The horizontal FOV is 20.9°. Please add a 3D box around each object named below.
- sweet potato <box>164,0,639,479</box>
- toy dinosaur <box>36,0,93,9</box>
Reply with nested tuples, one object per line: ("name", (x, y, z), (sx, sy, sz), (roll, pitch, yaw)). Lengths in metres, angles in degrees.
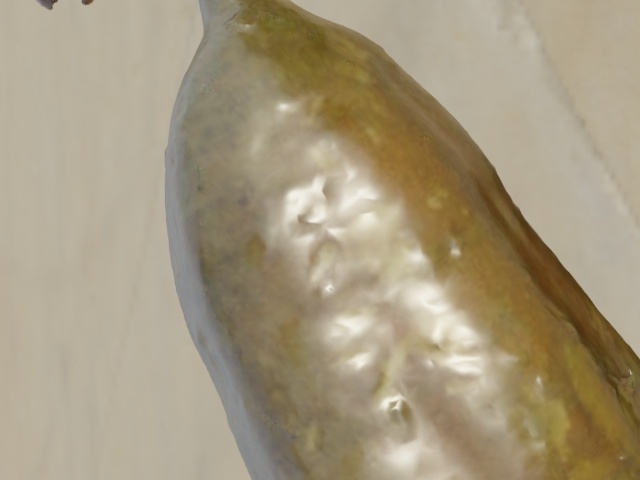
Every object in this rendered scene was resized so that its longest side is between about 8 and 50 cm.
("sweet potato", (0.032, 0.049, 0.672), (0.369, 0.158, 0.158), (57, 156, 2))
("toy dinosaur", (-0.136, -0.317, 1.350), (0.432, 0.208, 0.097), (110, 178, -52))
